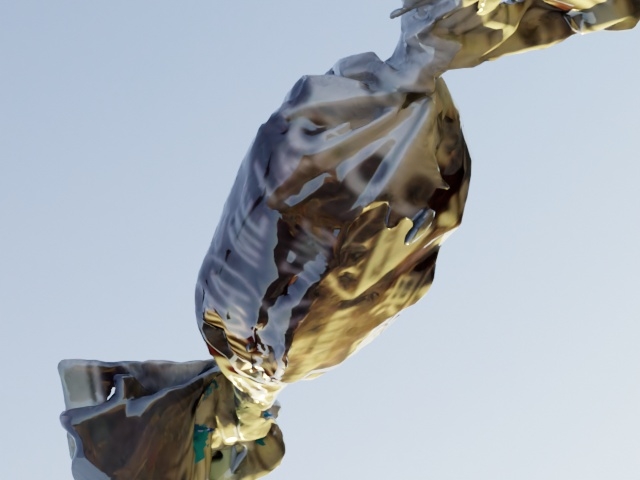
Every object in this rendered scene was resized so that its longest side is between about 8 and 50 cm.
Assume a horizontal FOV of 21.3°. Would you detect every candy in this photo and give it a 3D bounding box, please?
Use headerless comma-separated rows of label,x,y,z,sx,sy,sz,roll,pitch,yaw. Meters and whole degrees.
candy,0.000,0.000,0.401,0.094,0.051,0.226,-24,-22,-42
